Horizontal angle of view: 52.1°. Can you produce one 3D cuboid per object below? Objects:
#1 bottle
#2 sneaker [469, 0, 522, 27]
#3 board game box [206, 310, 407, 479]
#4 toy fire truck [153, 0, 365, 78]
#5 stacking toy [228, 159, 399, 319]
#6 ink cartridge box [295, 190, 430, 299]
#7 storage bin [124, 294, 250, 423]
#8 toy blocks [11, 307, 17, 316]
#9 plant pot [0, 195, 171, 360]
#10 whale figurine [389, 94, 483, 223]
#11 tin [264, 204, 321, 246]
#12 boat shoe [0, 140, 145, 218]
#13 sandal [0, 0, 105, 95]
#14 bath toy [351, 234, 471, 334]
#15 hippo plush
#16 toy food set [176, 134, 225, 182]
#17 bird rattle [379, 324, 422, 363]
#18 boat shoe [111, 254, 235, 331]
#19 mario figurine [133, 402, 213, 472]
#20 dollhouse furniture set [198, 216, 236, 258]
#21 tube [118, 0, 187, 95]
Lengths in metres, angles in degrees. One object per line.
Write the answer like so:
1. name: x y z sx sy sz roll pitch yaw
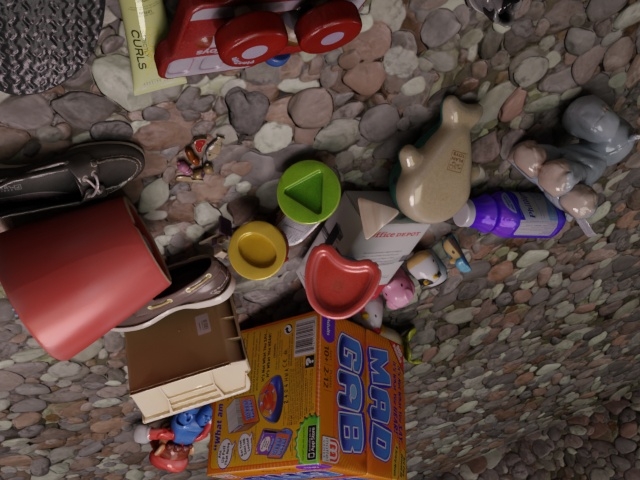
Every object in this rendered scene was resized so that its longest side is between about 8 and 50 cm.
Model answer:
1. bottle: 0.456 -0.064 1.591 0.283 0.118 0.092 1 138 -23
2. sneaker: 0.278 -0.441 1.069 0.086 0.132 0.229 -32 140 14
3. board game box: -0.026 0.425 1.672 0.356 0.356 0.356 -19 147 35
4. toy fire truck: -0.090 -0.337 1.000 0.302 0.169 0.254 -17 175 -27
5. stacking toy: 0.000 0.000 1.367 0.279 0.309 0.130 -61 171 1
6. ink cartridge box: 0.095 0.017 1.507 0.197 0.114 0.273 -2 139 -37
7. storage bin: -0.306 0.236 1.492 0.260 0.262 0.123 -16 138 -5
8. toy blocks: -0.585 0.156 1.441 0.148 0.054 0.123 -13 140 -9
9. plant pot: -0.435 0.054 1.245 0.243 0.275 0.275 -27 141 -8
10. whale figurine: 0.242 -0.174 1.388 0.216 0.141 0.272 8 109 -31
11. tin: -0.046 -0.054 1.451 0.106 0.040 0.189 17 128 -42
12. boat shoe: -0.478 -0.094 1.168 0.335 0.095 0.112 -11 140 -11
13. sandal: -0.363 -0.408 0.872 0.168 0.107 0.445 7 121 -28
14. bath toy: 0.221 0.124 1.697 0.348 0.129 0.151 -36 139 19
15. hippo plush: 0.587 -0.175 1.422 0.294 0.234 0.236 39 103 -19
16. toy food set: -0.236 -0.154 1.264 0.078 0.019 0.122 4 134 -28
17. bird rattle: 0.170 0.324 1.947 0.253 0.143 0.207 -28 130 29
18. boat shoe: -0.352 0.111 1.432 0.324 0.116 0.096 -15 136 11
19. mario figurine: -0.418 0.537 1.933 0.198 0.170 0.320 33 111 -4
20. dollhouse furniture set: -0.208 0.020 1.439 0.081 0.091 0.114 -25 146 30
21. tube: -0.269 -0.329 1.023 0.070 0.062 0.240 17 145 10
